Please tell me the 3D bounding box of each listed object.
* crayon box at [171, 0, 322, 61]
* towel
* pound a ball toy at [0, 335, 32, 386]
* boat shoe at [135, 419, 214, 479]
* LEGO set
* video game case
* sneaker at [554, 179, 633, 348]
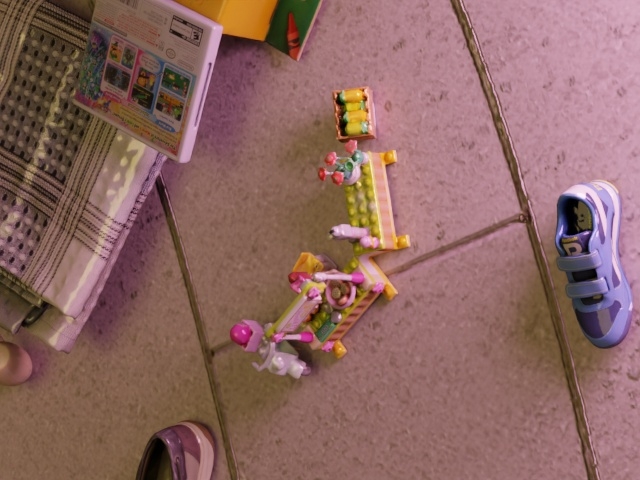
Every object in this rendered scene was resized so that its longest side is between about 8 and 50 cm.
[{"bbox_3d":[-0.113,-0.332,1.828,0.318,0.081,0.202,32,107,34],"label":"crayon box"},{"bbox_3d":[-0.309,-0.083,1.937,0.312,0.056,0.324,31,100,29],"label":"towel"},{"bbox_3d":[-0.461,0.089,2.077,0.208,0.136,0.319,-33,61,0],"label":"pound a ball toy"},{"bbox_3d":[-0.165,0.289,1.846,0.080,0.073,0.223,17,98,38],"label":"boat shoe"},{"bbox_3d":[0.000,0.000,1.706,0.132,0.107,0.287,29,106,36],"label":"LEGO set"},{"bbox_3d":[-0.171,-0.171,1.814,0.157,0.019,0.143,29,115,31],"label":"video game case"},{"bbox_3d":[0.225,0.020,1.557,0.053,0.059,0.144,-13,81,35],"label":"sneaker"}]
